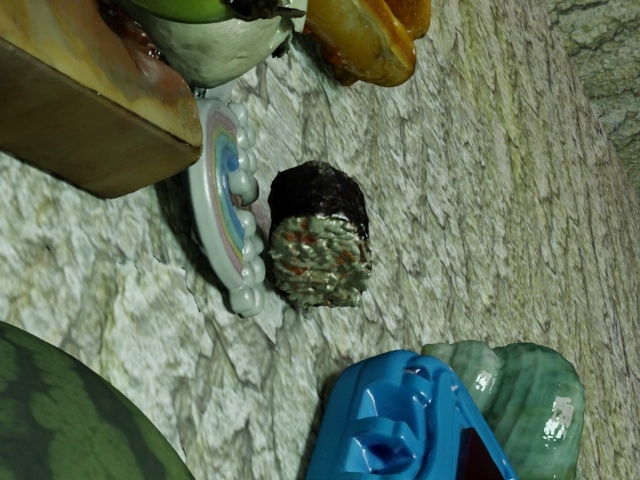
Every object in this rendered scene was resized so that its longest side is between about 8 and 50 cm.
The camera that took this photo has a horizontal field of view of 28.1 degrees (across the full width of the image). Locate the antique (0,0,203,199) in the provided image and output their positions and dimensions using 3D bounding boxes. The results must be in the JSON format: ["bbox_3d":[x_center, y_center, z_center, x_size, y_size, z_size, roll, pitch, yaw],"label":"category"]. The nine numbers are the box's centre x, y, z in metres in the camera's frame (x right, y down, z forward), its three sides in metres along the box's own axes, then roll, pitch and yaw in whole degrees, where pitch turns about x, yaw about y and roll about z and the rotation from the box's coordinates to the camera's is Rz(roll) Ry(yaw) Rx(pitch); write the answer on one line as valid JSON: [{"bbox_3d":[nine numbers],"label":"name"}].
[{"bbox_3d":[-0.188,-0.118,0.776,0.310,0.087,0.093,29,44,-58],"label":"antique"}]

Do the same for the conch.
[{"bbox_3d":[0.209,0.206,1.357,0.277,0.195,0.220,41,17,-10],"label":"conch"}]

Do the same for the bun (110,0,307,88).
[{"bbox_3d":[-0.100,-0.229,0.944,0.239,0.141,0.239,53,10,-14],"label":"bun"}]

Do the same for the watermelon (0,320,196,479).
[{"bbox_3d":[-0.147,0.168,0.370,0.279,0.279,0.359,43,37,-50],"label":"watermelon"}]

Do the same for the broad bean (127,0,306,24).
[{"bbox_3d":[-0.151,-0.212,0.804,0.325,0.075,0.067,36,23,2],"label":"broad bean"}]

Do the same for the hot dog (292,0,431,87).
[{"bbox_3d":[-0.002,-0.290,1.326,0.349,0.117,0.158,41,55,-48],"label":"hot dog"}]

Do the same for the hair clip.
[{"bbox_3d":[-0.087,-0.057,1.024,0.140,0.054,0.220,55,27,-63],"label":"hair clip"}]

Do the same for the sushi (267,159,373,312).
[{"bbox_3d":[0.000,0.000,1.084,0.150,0.091,0.078,85,6,-56],"label":"sushi"}]

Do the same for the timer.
[{"bbox_3d":[0.100,0.274,1.097,0.309,0.115,0.340,58,26,-22],"label":"timer"}]
